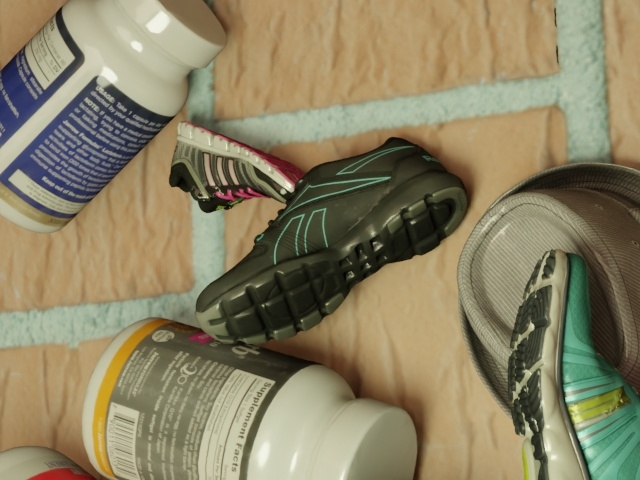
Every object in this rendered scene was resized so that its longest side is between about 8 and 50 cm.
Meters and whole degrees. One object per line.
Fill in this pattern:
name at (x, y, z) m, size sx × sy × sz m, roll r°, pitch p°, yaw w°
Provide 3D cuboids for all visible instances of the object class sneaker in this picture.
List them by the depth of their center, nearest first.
sneaker at (0.211, 0.142, 1.558) m, size 0.110 × 0.107 × 0.275 m, roll -6°, pitch 81°, yaw -10°
sneaker at (0.000, 0.000, 1.790) m, size 0.267 × 0.101 × 0.106 m, roll -29°, pitch 54°, yaw -8°
sneaker at (-0.081, -0.055, 1.887) m, size 0.170 × 0.063 × 0.074 m, roll 24°, pitch 95°, yaw 35°

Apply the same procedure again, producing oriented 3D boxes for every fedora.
fedora at (0.217, 0.056, 1.667) m, size 0.244 × 0.124 × 0.275 m, roll -41°, pitch 66°, yaw 19°

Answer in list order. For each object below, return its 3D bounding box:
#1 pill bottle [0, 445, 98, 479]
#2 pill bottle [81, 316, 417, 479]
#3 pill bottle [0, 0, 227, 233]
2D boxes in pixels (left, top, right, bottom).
pill bottle at (-0.177, 0.381, 1.784) m, size 0.408 × 0.229 × 0.229 m, roll 34°, pitch 100°, yaw 28°
pill bottle at (-0.064, 0.176, 1.788) m, size 0.278 × 0.162 × 0.162 m, roll 15°, pitch 91°, yaw 29°
pill bottle at (-0.224, -0.144, 1.926) m, size 0.265 × 0.153 × 0.153 m, roll -43°, pitch 65°, yaw 18°
